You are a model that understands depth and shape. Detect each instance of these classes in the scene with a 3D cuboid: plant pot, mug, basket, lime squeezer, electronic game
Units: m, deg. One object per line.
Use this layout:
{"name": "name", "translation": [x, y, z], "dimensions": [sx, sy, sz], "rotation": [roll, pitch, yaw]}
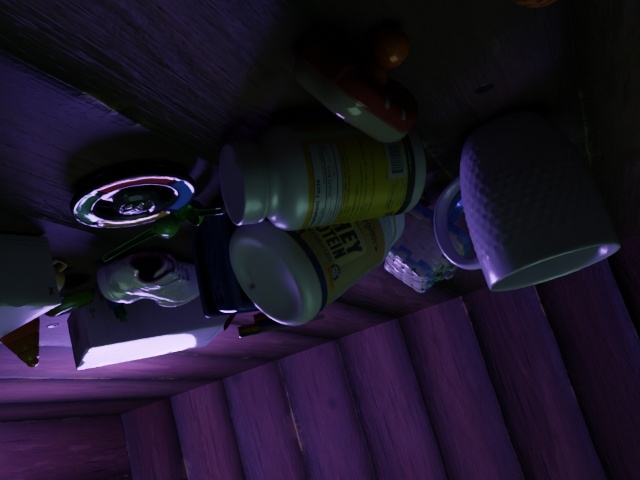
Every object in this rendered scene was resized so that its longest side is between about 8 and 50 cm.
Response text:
{"name": "plant pot", "translation": [-0.152, 0.047, 1.642], "dimensions": [0.236, 0.236, 0.212], "rotation": [-5, 167, -35]}
{"name": "mug", "translation": [0.402, -0.073, 1.589], "dimensions": [0.276, 0.328, 0.374], "rotation": [3, 156, -47]}
{"name": "basket", "translation": [0.298, -0.020, 1.901], "dimensions": [0.289, 0.201, 0.255], "rotation": [-56, 166, -11]}
{"name": "lime squeezer", "translation": [-0.296, -0.027, 1.486], "dimensions": [0.310, 0.110, 0.059], "rotation": [-19, 125, 24]}
{"name": "mug", "translation": [-0.601, 0.073, 1.614], "dimensions": [0.062, 0.078, 0.064], "rotation": [12, 164, 23]}
{"name": "electronic game", "translation": [-0.343, -0.076, 1.363], "dimensions": [0.229, 0.048, 0.229], "rotation": [-15, 164, -4]}

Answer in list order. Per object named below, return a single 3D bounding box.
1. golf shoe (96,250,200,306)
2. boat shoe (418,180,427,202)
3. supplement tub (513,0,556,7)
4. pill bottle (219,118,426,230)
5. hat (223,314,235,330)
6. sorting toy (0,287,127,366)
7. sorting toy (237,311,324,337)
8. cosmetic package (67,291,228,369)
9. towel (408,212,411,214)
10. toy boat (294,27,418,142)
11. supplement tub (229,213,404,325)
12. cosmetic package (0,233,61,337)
{"name": "golf shoe", "translation": [-0.371, 0.087, 1.761], "dimensions": [0.140, 0.115, 0.306], "rotation": [-33, 158, 35]}
{"name": "boat shoe", "translation": [0.206, -0.126, 1.689], "dimensions": [0.073, 0.073, 0.207], "rotation": [-20, 170, 8]}
{"name": "supplement tub", "translation": [0.271, -0.369, 0.877], "dimensions": [0.117, 0.117, 0.190], "rotation": [-17, 163, 1]}
{"name": "pill bottle", "translation": [0.001, -0.119, 1.308], "dimensions": [0.334, 0.188, 0.188], "rotation": [-9, 162, -22]}
{"name": "hat", "translation": [-0.158, 0.133, 1.977], "dimensions": [0.208, 0.183, 0.173], "rotation": [-18, 164, 7]}
{"name": "sorting toy", "translation": [-0.588, 0.196, 1.728], "dimensions": [0.127, 0.126, 0.365], "rotation": [-26, 177, 35]}
{"name": "sorting toy", "translation": [-0.075, 0.173, 1.670], "dimensions": [0.132, 0.046, 0.274], "rotation": [-14, 174, 19]}
{"name": "cosmetic package", "translation": [-0.472, 0.222, 2.020], "dimensions": [0.385, 0.156, 0.217], "rotation": [-6, 159, -29]}
{"name": "towel", "translation": [0.185, -0.073, 1.923], "dimensions": [0.102, 0.021, 0.237], "rotation": [-24, 162, 27]}
{"name": "toy boat", "translation": [0.078, -0.248, 1.104], "dimensions": [0.151, 0.151, 0.231], "rotation": [-52, 153, 13]}
{"name": "supplement tub", "translation": [0.000, 0.000, 1.486], "dimensions": [0.316, 0.228, 0.228], "rotation": [-36, 177, -36]}
{"name": "cosmetic package", "translation": [-0.712, 0.122, 1.468], "dimensions": [0.365, 0.155, 0.197], "rotation": [-27, 161, 30]}
